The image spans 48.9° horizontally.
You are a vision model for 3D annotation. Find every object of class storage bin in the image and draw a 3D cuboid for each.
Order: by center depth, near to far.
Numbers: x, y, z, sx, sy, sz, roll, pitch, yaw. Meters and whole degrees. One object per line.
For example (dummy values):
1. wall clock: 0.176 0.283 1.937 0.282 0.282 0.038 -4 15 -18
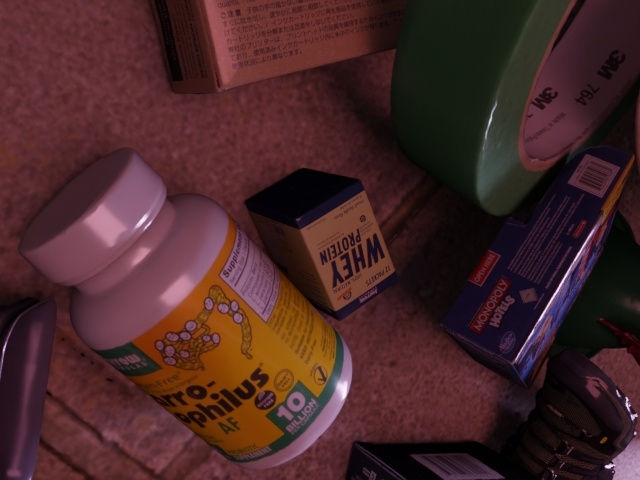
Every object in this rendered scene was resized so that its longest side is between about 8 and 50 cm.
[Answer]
1. storage bin: -0.215 0.093 0.406 0.091 0.098 0.135 10 96 -4

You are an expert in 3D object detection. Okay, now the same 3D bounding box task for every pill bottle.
1. pill bottle: -0.081 0.045 0.452 0.117 0.118 0.208 -48 120 -14

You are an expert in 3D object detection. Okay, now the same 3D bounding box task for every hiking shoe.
1. hiking shoe: 0.221 0.198 0.659 0.114 0.086 0.226 -30 132 -16

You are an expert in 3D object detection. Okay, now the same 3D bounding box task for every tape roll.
1. tape roll: 0.184 -0.169 0.493 0.321 0.077 0.321 -38 151 -26

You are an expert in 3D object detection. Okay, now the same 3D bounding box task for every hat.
1. hat: 0.318 0.065 0.654 0.208 0.184 0.173 45 76 -29

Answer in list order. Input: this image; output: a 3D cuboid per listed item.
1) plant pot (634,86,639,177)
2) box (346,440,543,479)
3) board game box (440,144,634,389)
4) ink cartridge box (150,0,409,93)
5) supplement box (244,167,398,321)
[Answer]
1. plant pot: 0.444 -0.114 0.597 0.305 0.334 0.333 -29 120 -64
2. box: 0.095 0.292 0.612 0.153 0.108 0.207 11 95 -31
3. board game box: 0.179 0.043 0.592 0.194 0.060 0.194 -53 155 -18
4. ink cartridge box: -0.002 -0.215 0.463 0.235 0.088 0.193 -20 109 -27
5. supplement box: 0.000 0.000 0.510 0.056 0.083 0.083 -32 116 -21
